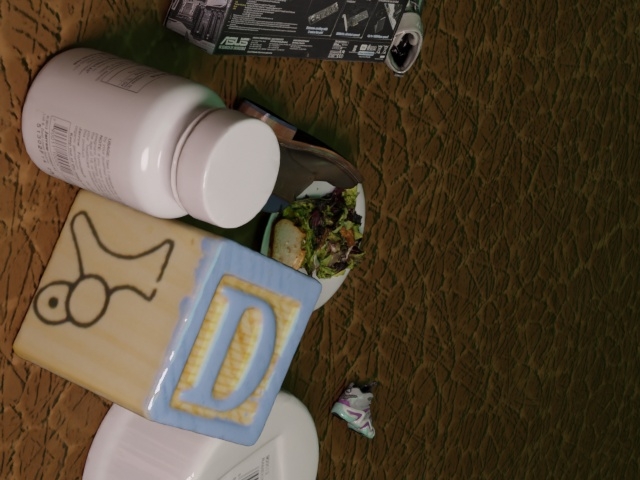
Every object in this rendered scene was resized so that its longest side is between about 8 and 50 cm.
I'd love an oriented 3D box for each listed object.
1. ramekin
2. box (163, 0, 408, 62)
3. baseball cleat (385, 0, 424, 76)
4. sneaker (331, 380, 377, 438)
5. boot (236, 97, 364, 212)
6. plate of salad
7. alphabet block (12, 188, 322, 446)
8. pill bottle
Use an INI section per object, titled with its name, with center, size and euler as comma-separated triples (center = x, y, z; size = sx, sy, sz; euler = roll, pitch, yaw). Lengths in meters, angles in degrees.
[ramekin]
center = -0.125, 0.268, 1.694
size = 0.277, 0.135, 0.277
euler = -28, 127, -44
[box]
center = -0.001, -0.313, 1.581
size = 0.307, 0.076, 0.242
euler = -7, 124, -52
[baseball cleat]
center = 0.100, -0.292, 1.745
size = 0.072, 0.109, 0.206
euler = -5, 119, -4
[sneaker]
center = 0.059, 0.220, 2.004
size = 0.069, 0.038, 0.098
euler = -60, 145, -12
[boot]
center = -0.043, -0.077, 1.700
size = 0.219, 0.082, 0.106
euler = 27, 96, -48
[plate of salad]
center = 0.000, 0.000, 1.807
size = 0.200, 0.048, 0.200
euler = -28, 127, -44
[alphabet block]
center = -0.152, 0.077, 1.509
size = 0.193, 0.197, 0.192
euler = 30, 83, -55
[pill bottle]
center = -0.155, -0.092, 1.390
size = 0.131, 0.229, 0.131
euler = -29, 129, -43
